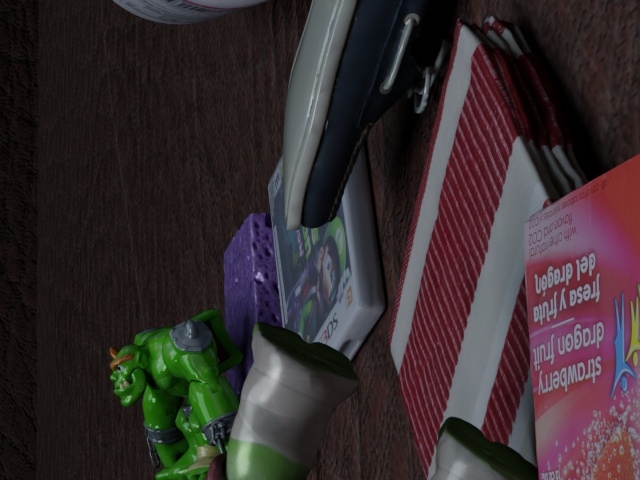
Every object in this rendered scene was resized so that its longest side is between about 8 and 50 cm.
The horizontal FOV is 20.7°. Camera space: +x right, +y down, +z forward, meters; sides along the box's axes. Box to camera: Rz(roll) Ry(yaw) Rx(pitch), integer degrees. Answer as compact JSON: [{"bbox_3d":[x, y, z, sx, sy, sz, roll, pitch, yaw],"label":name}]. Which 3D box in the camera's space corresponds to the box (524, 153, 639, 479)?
[{"bbox_3d":[0.158,0.026,0.437,0.257,0.128,0.123,144,127,-69],"label":"box"}]

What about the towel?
[{"bbox_3d":[0.095,0.072,0.828,0.329,0.037,0.237,-105,21,-50],"label":"towel"}]

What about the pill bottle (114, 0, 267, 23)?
[{"bbox_3d":[-0.098,-0.246,1.315,0.283,0.160,0.160,-168,81,-73],"label":"pill bottle"}]

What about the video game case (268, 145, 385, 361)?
[{"bbox_3d":[0.000,0.000,1.190,0.173,0.022,0.190,119,150,-57],"label":"video game case"}]

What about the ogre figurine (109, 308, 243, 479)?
[{"bbox_3d":[-0.098,0.118,1.289,0.197,0.097,0.118,175,78,-89],"label":"ogre figurine"}]

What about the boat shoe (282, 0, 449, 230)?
[{"bbox_3d":[0.029,-0.116,1.000,0.095,0.079,0.254,-113,31,-61],"label":"boat shoe"}]

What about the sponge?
[{"bbox_3d":[-0.046,0.094,1.323,0.117,0.031,0.210,129,139,-66],"label":"sponge"}]

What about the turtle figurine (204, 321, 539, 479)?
[{"bbox_3d":[-0.019,0.184,0.782,0.198,0.274,0.266,32,97,39],"label":"turtle figurine"}]
